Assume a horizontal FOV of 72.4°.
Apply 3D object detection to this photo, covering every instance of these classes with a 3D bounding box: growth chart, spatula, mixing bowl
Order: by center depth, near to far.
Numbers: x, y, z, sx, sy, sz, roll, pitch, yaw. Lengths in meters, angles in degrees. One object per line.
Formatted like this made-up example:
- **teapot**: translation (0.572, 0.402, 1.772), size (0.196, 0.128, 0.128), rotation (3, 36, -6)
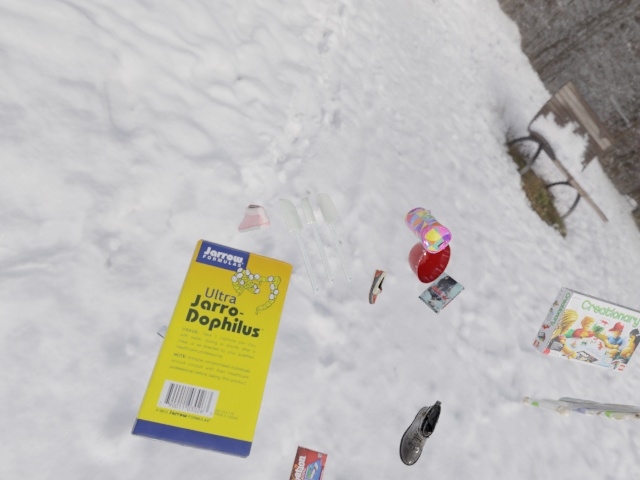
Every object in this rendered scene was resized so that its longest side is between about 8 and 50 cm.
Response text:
- **growth chart**: translation (0.470, 0.271, 0.696), size (0.172, 0.238, 0.021), rotation (60, 33, -75)
- **spatula**: translation (0.000, 0.000, 1.082), size (0.168, 0.019, 0.241), rotation (-12, 79, -45)
- **mixing bowl**: translation (0.408, 0.067, 1.704), size (0.182, 0.181, 0.098), rotation (20, 9, -41)

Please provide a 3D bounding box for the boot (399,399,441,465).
- **boot**: translation (0.376, 0.727, 1.651), size (0.091, 0.262, 0.229), rotation (24, -17, 14)

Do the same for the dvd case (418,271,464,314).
- **dvd case**: translation (0.377, 0.164, 1.369), size (0.087, 0.119, 0.013), rotation (45, -2, 44)

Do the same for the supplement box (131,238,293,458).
- **supplement box**: translation (-0.196, 0.211, 0.852), size (0.196, 0.194, 0.356), rotation (15, 63, -8)

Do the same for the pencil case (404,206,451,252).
- **pencil case**: translation (0.357, -0.039, 1.467), size (0.104, 0.104, 0.236), rotation (42, 13, -15)

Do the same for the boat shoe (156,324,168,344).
- **boat shoe**: translation (-0.416, 0.439, 1.381), size (0.367, 0.136, 0.156), rotation (44, 72, 3)

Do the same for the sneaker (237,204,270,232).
- **sneaker**: translation (-0.187, -0.062, 1.185), size (0.051, 0.134, 0.070), rotation (-24, 100, -38)

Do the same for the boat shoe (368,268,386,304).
- **boat shoe**: translation (0.211, 0.176, 1.630), size (0.043, 0.136, 0.049), rotation (15, 4, 26)

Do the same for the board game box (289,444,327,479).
- **board game box**: translation (-0.072, 1.102, 1.995), size (0.027, 0.145, 0.280), rotation (73, 32, -75)

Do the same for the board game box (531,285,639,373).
- **board game box**: translation (0.779, 0.260, 1.253), size (0.306, 0.192, 0.053), rotation (16, 13, -16)
